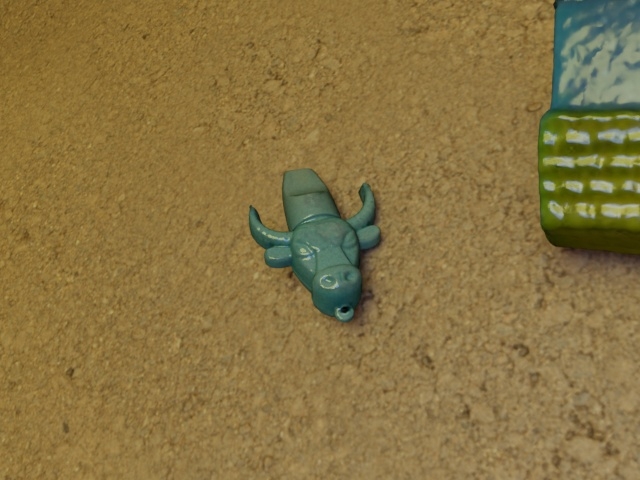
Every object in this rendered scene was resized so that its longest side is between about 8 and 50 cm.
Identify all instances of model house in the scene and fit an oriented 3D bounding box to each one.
[{"bbox_3d":[0.376,-0.111,0.702,0.237,0.215,0.303,4,71,28],"label":"model house"}]

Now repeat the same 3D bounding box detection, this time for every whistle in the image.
[{"bbox_3d":[0.000,0.000,0.915,0.186,0.093,0.273,-13,54,-9],"label":"whistle"}]
